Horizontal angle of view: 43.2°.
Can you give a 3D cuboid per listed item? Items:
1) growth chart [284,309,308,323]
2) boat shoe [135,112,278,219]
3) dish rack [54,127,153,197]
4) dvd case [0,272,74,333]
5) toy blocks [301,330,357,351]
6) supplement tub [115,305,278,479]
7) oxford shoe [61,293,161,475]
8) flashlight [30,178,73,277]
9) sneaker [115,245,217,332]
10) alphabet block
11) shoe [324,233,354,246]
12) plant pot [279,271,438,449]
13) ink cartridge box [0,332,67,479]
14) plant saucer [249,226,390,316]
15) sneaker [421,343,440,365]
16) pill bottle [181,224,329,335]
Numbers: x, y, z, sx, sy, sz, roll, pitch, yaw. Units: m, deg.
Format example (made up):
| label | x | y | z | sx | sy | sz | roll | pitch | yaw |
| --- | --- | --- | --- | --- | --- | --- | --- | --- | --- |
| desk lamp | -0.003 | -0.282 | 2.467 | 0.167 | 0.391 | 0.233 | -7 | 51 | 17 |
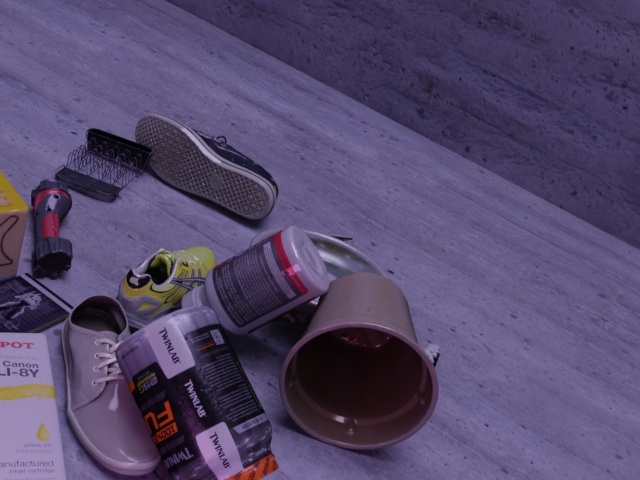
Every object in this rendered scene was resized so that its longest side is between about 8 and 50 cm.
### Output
| label | x | y | z | sx | sy | sz | roll | pitch | yaw |
| --- | --- | --- | --- | --- | --- | --- | --- | --- | --- |
| growth chart | -0.060 | 0.144 | 2.196 | 0.172 | 0.021 | 0.237 | 35 | 31 | 20 |
| boat shoe | -0.343 | -0.229 | 2.472 | 0.500 | 0.187 | 0.156 | 30 | 21 | 7 |
| dish rack | -0.630 | -0.222 | 2.344 | 0.208 | 0.074 | 0.271 | 19 | 29 | 3 |
| dvd case | -0.667 | 0.151 | 1.752 | 0.164 | 0.018 | 0.221 | 32 | 30 | 18 |
| toy blocks | 0.035 | 0.242 | 2.061 | 0.123 | 0.054 | 0.148 | 31 | 30 | 14 |
| supplement tub | -0.225 | 0.309 | 1.510 | 0.207 | 0.207 | 0.338 | -15 | 72 | -49 |
| oxford shoe | -0.421 | 0.270 | 1.613 | 0.169 | 0.130 | 0.449 | 6 | 34 | -34 |
| flashlight | -0.654 | -0.034 | 1.990 | 0.103 | 0.103 | 0.304 | 10 | 30 | -28 |
| sneaker | -0.350 | 0.087 | 1.953 | 0.145 | 0.147 | 0.385 | 26 | 27 | 10 |
| alphabet block | -0.783 | -0.032 | 1.791 | 0.192 | 0.197 | 0.193 | -10 | 42 | -46 |
| shoe | 0.000 | 0.000 | 2.442 | 0.219 | 0.058 | 0.076 | 11 | 30 | -21 |
| plant pot | 0.092 | 0.238 | 1.815 | 0.333 | 0.334 | 0.305 | 20 | 29 | -5 |
| ink cartridge box | -0.592 | 0.330 | 1.349 | 0.279 | 0.160 | 0.385 | 6 | 33 | -28 |
| plant saucer | -0.009 | 0.106 | 2.153 | 0.400 | 0.101 | 0.400 | 18 | 26 | -9 |
| sneaker | 0.211 | 0.322 | 2.009 | 0.118 | 0.110 | 0.292 | 24 | 27 | 21 |
| pill bottle | -0.154 | 0.110 | 1.865 | 0.176 | 0.318 | 0.176 | 55 | 15 | -23 |
